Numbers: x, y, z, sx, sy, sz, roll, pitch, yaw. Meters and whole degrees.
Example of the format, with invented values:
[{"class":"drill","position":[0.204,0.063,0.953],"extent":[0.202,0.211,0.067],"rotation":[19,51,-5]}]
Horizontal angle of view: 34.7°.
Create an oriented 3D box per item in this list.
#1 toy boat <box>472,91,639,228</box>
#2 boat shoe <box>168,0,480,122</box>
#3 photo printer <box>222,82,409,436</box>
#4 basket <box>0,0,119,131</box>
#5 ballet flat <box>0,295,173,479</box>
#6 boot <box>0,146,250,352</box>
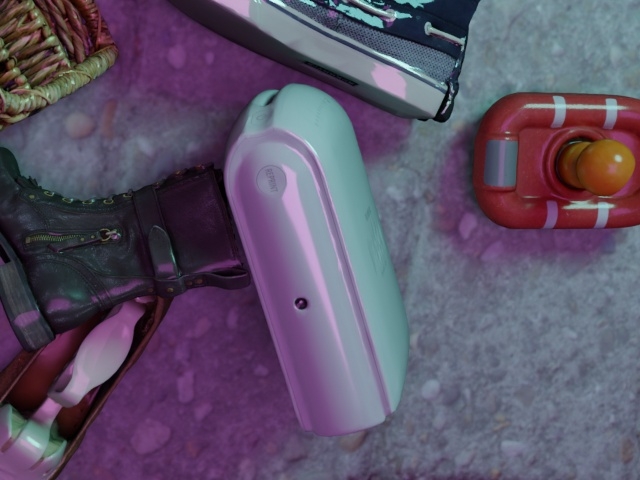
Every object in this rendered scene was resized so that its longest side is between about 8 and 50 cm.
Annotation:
[{"class":"toy boat","position":[0.286,-0.081,1.093],"extent":[0.231,0.151,0.150],"rotation":[-1,99,-12]},{"class":"boat shoe","position":[0.005,-0.253,1.034],"extent":[0.341,0.127,0.158],"rotation":[23,87,-22]},{"class":"photo printer","position":[0.000,0.000,0.999],"extent":[0.107,0.256,0.307],"rotation":[-14,102,11]},{"class":"basket","position":[-0.342,-0.238,0.905],"extent":[0.223,0.213,0.299],"rotation":[-30,104,-5]},{"class":"ballet flat","position":[-0.260,0.154,1.032],"extent":[0.116,0.124,0.342],"rotation":[39,90,-16]},{"class":"boot","position":[-0.200,-0.022,0.977],"extent":[0.229,0.091,0.263],"rotation":[-22,58,-9]}]
